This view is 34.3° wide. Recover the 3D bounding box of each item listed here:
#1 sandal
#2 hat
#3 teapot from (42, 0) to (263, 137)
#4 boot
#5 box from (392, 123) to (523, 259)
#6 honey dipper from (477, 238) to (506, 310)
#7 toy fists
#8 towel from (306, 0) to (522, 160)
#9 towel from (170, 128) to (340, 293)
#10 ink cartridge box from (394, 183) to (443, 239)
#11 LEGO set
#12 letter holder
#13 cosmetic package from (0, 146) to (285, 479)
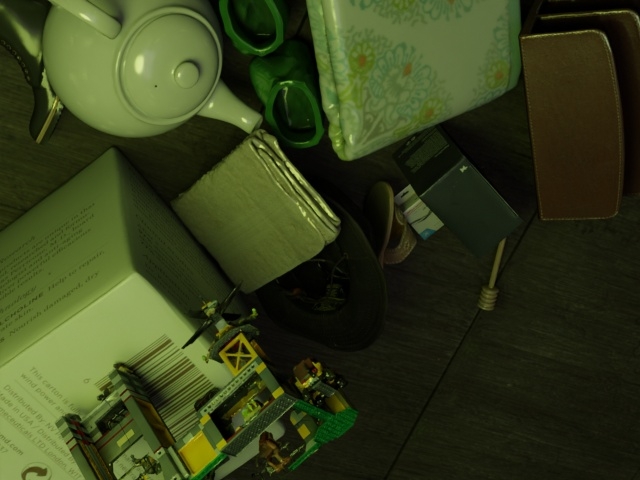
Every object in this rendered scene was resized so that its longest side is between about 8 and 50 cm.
[{"bbox_3d":[0.111,0.005,1.645,0.079,0.088,0.240,-4,126,-21],"label":"sandal"},{"bbox_3d":[0.000,0.000,1.561,0.134,0.331,0.331,-40,129,-37],"label":"hat"},{"bbox_3d":[-0.221,-0.238,1.328,0.256,0.187,0.253,-23,125,-29],"label":"teapot"},{"bbox_3d":[-0.399,-0.240,1.398,0.137,0.077,0.198,16,100,-16],"label":"boot"},{"bbox_3d":[0.205,-0.080,1.571,0.093,0.158,0.156,-42,118,10],"label":"box"},{"bbox_3d":[0.294,0.041,1.732,0.030,0.030,0.161,3,115,-15],"label":"honey dipper"},{"bbox_3d":[-0.068,-0.262,1.421,0.096,0.142,0.279,-17,121,14],"label":"toy fists"},{"bbox_3d":[0.126,-0.331,1.407,0.320,0.090,0.374,-23,119,-25],"label":"towel"},{"bbox_3d":[-0.094,-0.035,1.471,0.187,0.282,0.049,51,53,-7],"label":"towel"},{"bbox_3d":[0.157,-0.047,1.652,0.048,0.028,0.083,-40,119,9],"label":"ink cartridge box"},{"bbox_3d":[-0.140,0.202,1.209,0.331,0.192,0.255,-46,149,12],"label":"LEGO set"},{"bbox_3d":[0.421,-0.195,1.518,0.214,0.152,0.302,0,123,22],"label":"letter holder"},{"bbox_3d":[-0.297,0.146,1.434,0.327,0.394,0.329,-36,119,6],"label":"cosmetic package"}]
